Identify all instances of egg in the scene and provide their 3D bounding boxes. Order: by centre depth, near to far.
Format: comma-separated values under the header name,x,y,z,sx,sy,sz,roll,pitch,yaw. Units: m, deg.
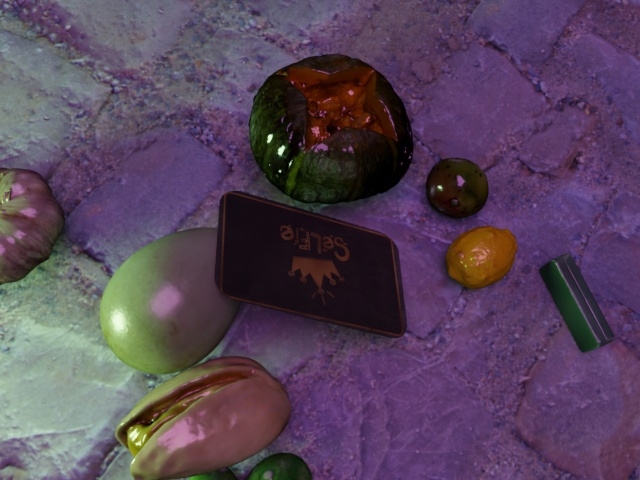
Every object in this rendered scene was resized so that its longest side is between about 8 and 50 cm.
name,x,y,z,sx,sy,sz,roll,pitch,yaw
egg,-0.247,0.098,1.344,0.218,0.218,0.295,42,69,8

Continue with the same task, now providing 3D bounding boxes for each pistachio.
name,x,y,z,sx,sy,sz,roll,pitch,yaw
pistachio,-0.191,0.307,1.301,0.299,0.187,0.187,-20,76,-21

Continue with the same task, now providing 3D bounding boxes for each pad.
name,x,y,z,sx,sy,sz,roll,pitch,yaw
pad,0.000,0.000,1.385,0.375,0.063,0.315,15,47,-22

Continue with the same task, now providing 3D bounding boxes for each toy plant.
name,x,y,z,sx,sy,sz,roll,pitch,yaw
toy plant,-0.126,0.464,1.281,0.218,0.175,0.235,3,48,3

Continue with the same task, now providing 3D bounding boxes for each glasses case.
name,x,y,z,sx,sy,sz,roll,pitch,yaw
glasses case,0.489,0.120,1.465,0.039,0.078,0.184,-21,77,-14

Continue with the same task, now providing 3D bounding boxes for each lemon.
name,x,y,z,sx,sy,sz,roll,pitch,yaw
lemon,0.308,0.029,1.461,0.155,0.114,0.114,-31,78,-16

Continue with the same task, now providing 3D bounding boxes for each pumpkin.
name,x,y,z,sx,sy,sz,roll,pitch,yaw
pumpkin,0.015,-0.211,1.449,0.320,0.192,0.320,7,59,-11

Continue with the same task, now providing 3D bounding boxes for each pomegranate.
name,x,y,z,sx,sy,sz,roll,pitch,yaw
pomegranate,0.266,-0.103,1.501,0.130,0.130,0.130,1,74,-4

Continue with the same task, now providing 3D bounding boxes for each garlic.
name,x,y,z,sx,sy,sz,roll,pitch,yaw
garlic,-0.574,-0.020,1.391,0.245,0.160,0.245,-7,64,14
